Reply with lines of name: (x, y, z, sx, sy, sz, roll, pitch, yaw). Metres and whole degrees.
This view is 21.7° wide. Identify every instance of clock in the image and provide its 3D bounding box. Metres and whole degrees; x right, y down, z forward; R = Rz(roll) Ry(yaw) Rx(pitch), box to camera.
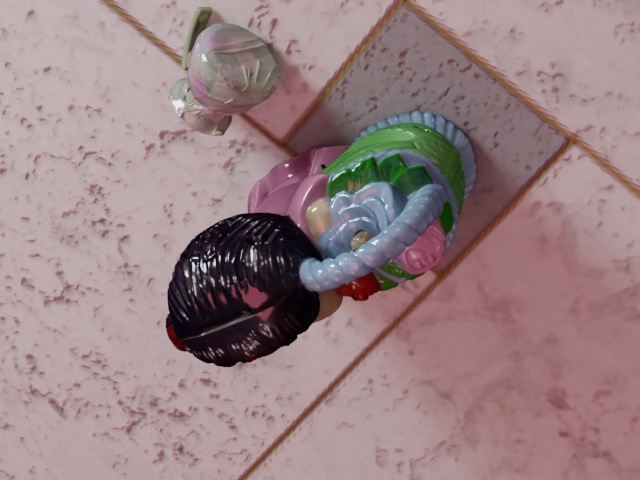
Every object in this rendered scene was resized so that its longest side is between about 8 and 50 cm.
clock: (0.000, 0.000, 1.106, 0.194, 0.195, 0.100, -24, 104, 31)

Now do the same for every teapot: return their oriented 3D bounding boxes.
teapot: (-0.072, -0.116, 1.154, 0.064, 0.064, 0.083, -45, 64, 40)
